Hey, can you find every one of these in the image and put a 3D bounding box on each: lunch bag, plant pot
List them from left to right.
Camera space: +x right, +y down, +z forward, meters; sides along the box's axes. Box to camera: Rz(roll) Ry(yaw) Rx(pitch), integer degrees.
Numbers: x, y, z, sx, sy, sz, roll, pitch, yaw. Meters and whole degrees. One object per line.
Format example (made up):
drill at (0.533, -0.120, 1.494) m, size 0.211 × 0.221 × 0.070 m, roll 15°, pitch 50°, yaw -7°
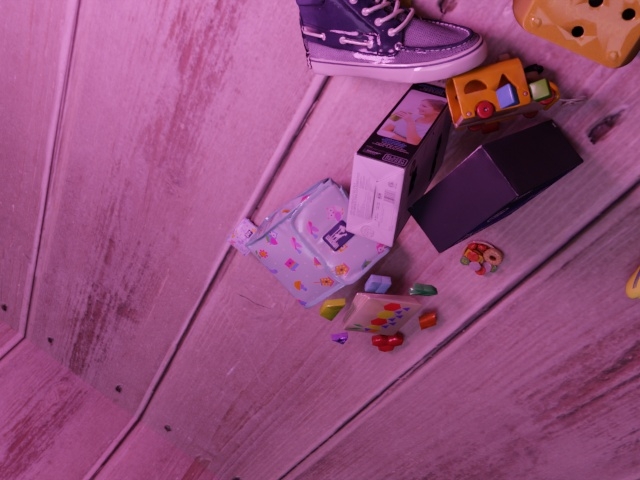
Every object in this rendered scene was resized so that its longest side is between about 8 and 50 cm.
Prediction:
lunch bag at (-0.189, -0.011, 1.576) m, size 0.071 × 0.053 × 0.083 m, roll 43°, pitch 125°, yaw -8°
lunch bag at (0.000, 0.000, 1.401) m, size 0.262 × 0.160 × 0.223 m, roll -32°, pitch 106°, yaw 36°
plant pot at (0.391, -0.359, 0.859) m, size 0.212 × 0.187 × 0.212 m, roll 28°, pitch 134°, yaw 8°

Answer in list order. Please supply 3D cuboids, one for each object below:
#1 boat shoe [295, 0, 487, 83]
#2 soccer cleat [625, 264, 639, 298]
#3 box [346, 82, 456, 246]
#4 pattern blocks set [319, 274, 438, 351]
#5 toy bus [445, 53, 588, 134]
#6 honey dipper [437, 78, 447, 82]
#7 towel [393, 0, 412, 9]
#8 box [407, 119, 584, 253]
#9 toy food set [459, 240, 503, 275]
boat shoe at (0.105, -0.366, 1.048) m, size 0.341 × 0.127 × 0.158 m, roll 8°, pitch 137°, yaw 30°
soccer cleat at (0.635, 0.002, 1.097) m, size 0.121 × 0.094 × 0.289 m, roll 56°, pitch 145°, yaw 23°
box at (0.148, -0.143, 1.104) m, size 0.087 × 0.290 × 0.169 m, roll 20°, pitch 135°, yaw 18°
pattern blocks set at (0.138, 0.174, 1.461) m, size 0.286 × 0.026 × 0.325 m, roll 14°, pitch 143°, yaw -23°
toy bus at (0.310, -0.256, 1.043) m, size 0.191 × 0.202 × 0.104 m, roll -17°, pitch 85°, yaw 46°
honey dipper at (0.168, -0.315, 1.139) m, size 0.161 × 0.030 × 0.030 m, roll 18°, pitch 132°, yaw 21°
towel at (0.123, -0.432, 1.083) m, size 0.083 × 0.009 × 0.060 m, roll 15°, pitch 132°, yaw 21°
box at (0.302, -0.096, 1.061) m, size 0.103 × 0.261 × 0.184 m, roll 55°, pitch 136°, yaw 12°
toy food set at (0.342, 0.038, 1.324) m, size 0.083 × 0.020 × 0.082 m, roll 28°, pitch 134°, yaw 7°
